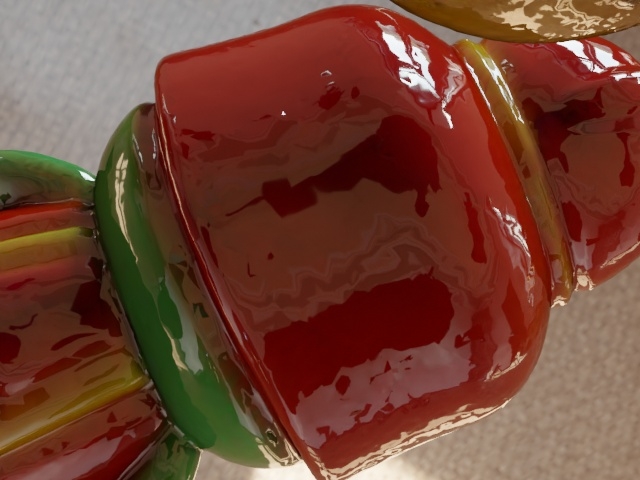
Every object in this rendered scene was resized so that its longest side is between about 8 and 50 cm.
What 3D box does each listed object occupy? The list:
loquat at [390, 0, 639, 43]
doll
[{"bbox_3d":[0.058,-0.120,0.443,0.141,0.141,0.141,9,63,-18],"label":"loquat"},{"bbox_3d":[0.000,0.000,0.634,0.363,0.160,0.183,-20,69,-4],"label":"doll"}]
